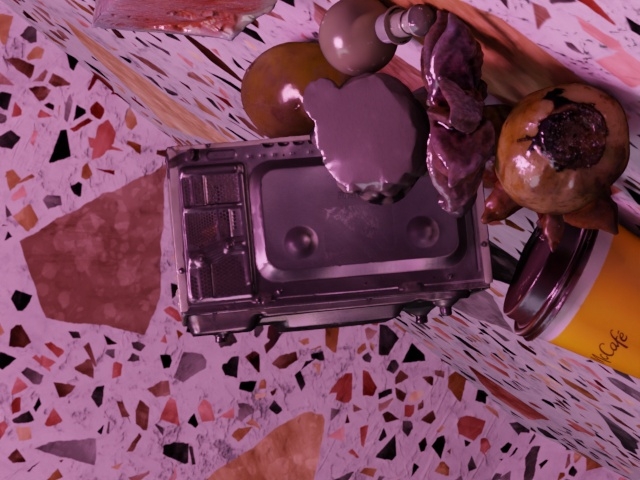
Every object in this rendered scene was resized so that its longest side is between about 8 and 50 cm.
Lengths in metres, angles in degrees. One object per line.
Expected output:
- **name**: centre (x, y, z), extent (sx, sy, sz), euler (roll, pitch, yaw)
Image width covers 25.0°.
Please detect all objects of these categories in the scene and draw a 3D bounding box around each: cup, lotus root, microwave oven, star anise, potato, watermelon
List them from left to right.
- **watermelon**: centre (-0.172, -0.318, 1.657), extent (0.224, 0.180, 0.305), euler (54, 158, -8)
- **potato**: centre (-0.021, -0.199, 1.961), extent (0.155, 0.137, 0.200), euler (4, -175, -24)
- **microwave oven**: centre (0.000, 0.000, 1.921), extent (0.394, 0.247, 0.333), euler (-5, 176, -5)
- **star anise**: centre (0.144, -0.129, 1.506), extent (0.073, 0.212, 0.197), euler (-3, 147, 5)
- **star anise**: centre (0.241, -0.078, 1.646), extent (0.212, 0.111, 0.196), euler (6, -151, -30)
- **lotus root**: centre (0.243, -0.085, 1.475), extent (0.138, 0.138, 0.214), euler (34, 166, 12)
- **cup**: centre (0.376, 0.080, 1.790), extent (0.280, 0.196, 0.196), euler (29, 172, -3)

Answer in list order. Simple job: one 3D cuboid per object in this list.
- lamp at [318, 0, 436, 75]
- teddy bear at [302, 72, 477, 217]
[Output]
- **lamp**: centre (0.068, -0.232, 1.592), extent (0.091, 0.091, 0.163), euler (39, 157, -27)
- **teddy bear**: centre (0.094, -0.098, 1.662), extent (0.251, 0.144, 0.171), euler (11, -131, -59)
